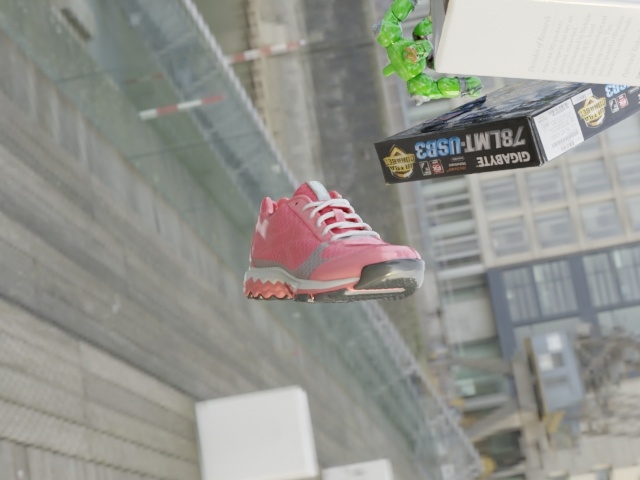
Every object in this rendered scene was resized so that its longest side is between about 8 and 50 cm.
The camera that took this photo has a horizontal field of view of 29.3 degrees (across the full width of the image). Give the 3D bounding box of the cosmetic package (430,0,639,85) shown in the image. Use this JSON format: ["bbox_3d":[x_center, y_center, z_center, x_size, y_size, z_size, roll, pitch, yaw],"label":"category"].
[{"bbox_3d":[0.196,-0.179,0.881,0.085,0.231,0.117,96,-4,-52],"label":"cosmetic package"}]

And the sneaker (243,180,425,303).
[{"bbox_3d":[-0.001,0.000,1.350,0.314,0.115,0.136,-2,-91,59],"label":"sneaker"}]

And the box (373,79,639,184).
[{"bbox_3d":[0.272,-0.163,1.644,0.293,0.295,0.073,-25,102,-37],"label":"box"}]

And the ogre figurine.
[{"bbox_3d":[0.156,-0.287,1.863,0.097,0.118,0.197,16,-46,60],"label":"ogre figurine"}]
